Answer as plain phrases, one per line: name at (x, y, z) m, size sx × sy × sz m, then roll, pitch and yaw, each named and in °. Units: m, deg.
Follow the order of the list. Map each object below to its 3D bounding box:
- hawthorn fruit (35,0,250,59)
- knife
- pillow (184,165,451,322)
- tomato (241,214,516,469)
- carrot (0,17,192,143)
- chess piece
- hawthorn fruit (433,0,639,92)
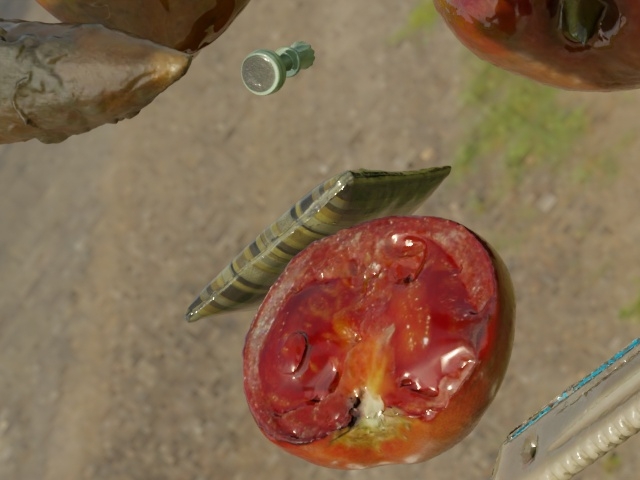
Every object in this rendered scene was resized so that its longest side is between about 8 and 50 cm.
hawthorn fruit at (-0.127, -0.225, 1.386) m, size 0.208 × 0.248 × 0.208 m, roll -5°, pitch 35°, yaw 4°
knife at (0.195, 0.056, 1.030) m, size 0.365 × 0.043 × 0.089 m, roll -47°, pitch 12°, yaw 44°
pillow at (0.000, 0.000, 1.763) m, size 0.212 × 0.052 × 0.208 m, roll -42°, pitch -15°, yaw 25°
tomato at (0.063, 0.093, 1.566) m, size 0.233 × 0.139 × 0.200 m, roll -12°, pitch 55°, yaw 26°
carrot at (-0.190, -0.099, 1.187) m, size 0.263 × 0.102 × 0.102 m, roll 0°, pitch 48°, yaw 28°
chess piece at (-0.034, -0.160, 1.773) m, size 0.042 × 0.042 × 0.093 m, roll -41°, pitch -6°, yaw 31°
hawthorn fruit at (0.282, -0.316, 1.880) m, size 0.403 × 0.403 × 0.403 m, roll -45°, pitch 20°, yaw 22°
